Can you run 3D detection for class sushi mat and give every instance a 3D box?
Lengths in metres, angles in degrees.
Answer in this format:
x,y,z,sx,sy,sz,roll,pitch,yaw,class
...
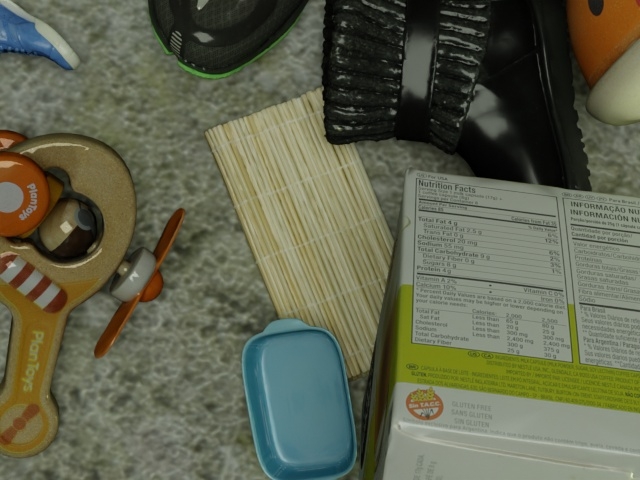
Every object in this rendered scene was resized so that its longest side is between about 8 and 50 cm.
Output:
x,y,z,sx,sy,sz,roll,pitch,yaw,class
0.000,0.000,1.510,0.151,0.019,0.317,-22,90,-3,sushi mat

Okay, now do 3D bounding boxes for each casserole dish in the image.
x,y,z,sx,sy,sz,roll,pitch,yaw,class
-0.020,0.174,1.486,0.114,0.037,0.188,-9,94,12,casserole dish

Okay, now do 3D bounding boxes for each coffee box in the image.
x,y,z,sx,sy,sz,roll,pitch,yaw,class
0.215,0.176,1.298,0.338,0.334,0.338,7,132,-1,coffee box

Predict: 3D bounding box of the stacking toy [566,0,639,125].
x,y,z,sx,sy,sz,roll,pitch,yaw,class
0.293,-0.385,1.372,0.350,0.350,0.480,-35,80,-2,stacking toy

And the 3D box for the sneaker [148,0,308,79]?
x,y,z,sx,sy,sz,roll,pitch,yaw,class
-0.021,-0.386,1.420,0.185,0.202,0.483,35,88,-1,sneaker

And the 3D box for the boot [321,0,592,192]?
x,y,z,sx,sy,sz,roll,pitch,yaw,class
0.132,-0.104,1.451,0.260,0.131,0.348,-3,79,-11,boot

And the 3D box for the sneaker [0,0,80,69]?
x,y,z,sx,sy,sz,roll,pitch,yaw,class
-0.336,-0.209,1.478,0.152,0.058,0.085,37,83,3,sneaker

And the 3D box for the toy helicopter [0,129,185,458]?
x,y,z,sx,sy,sz,roll,pitch,yaw,class
-0.276,0.063,1.458,0.235,0.140,0.355,9,103,-18,toy helicopter
